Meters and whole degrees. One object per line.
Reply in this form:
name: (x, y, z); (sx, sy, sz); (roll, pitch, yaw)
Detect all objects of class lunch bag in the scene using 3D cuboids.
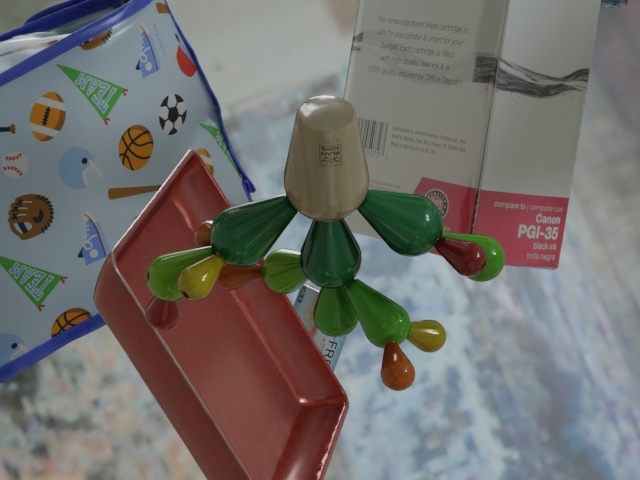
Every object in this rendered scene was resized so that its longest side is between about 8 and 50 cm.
lunch bag: (-0.291, -0.082, 2.119); (0.239, 0.385, 0.327); (30, -33, 63)

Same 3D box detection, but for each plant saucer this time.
plant saucer: (-0.078, 0.083, 1.439); (0.258, 0.048, 0.259); (59, 18, -13)

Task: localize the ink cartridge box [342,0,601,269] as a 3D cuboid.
ink cartridge box: (0.125, -0.131, 1.626); (0.207, 0.117, 0.283); (17, -81, 52)

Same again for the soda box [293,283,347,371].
soda box: (-0.018, 0.153, 2.426); (0.058, 0.183, 0.063); (17, 6, -39)

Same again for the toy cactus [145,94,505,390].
toy cactus: (0.000, 0.000, 1.102); (0.112, 0.219, 0.180); (-81, 172, -46)

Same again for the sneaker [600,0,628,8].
sneaker: (0.254, -0.239, 1.757); (0.262, 0.125, 0.104); (68, 33, -75)
